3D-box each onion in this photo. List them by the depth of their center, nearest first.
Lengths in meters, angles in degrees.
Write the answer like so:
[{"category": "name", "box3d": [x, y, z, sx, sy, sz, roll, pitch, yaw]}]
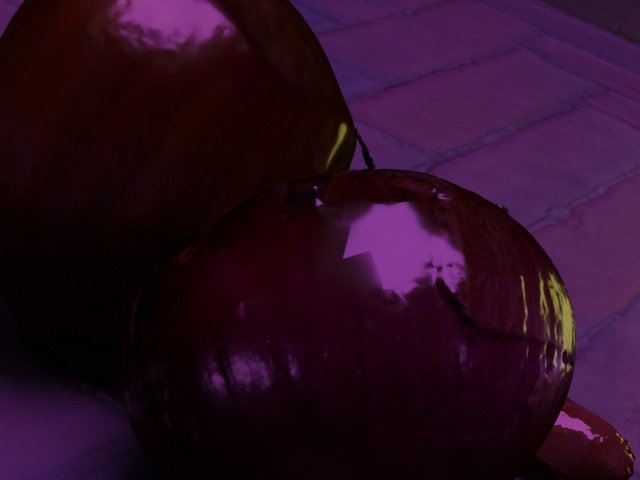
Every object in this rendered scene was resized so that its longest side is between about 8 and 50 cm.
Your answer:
[{"category": "onion", "box3d": [0.026, 0.140, 1.242, 0.347, 0.348, 0.385, 5, 65, -27]}]

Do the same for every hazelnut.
[{"category": "hazelnut", "box3d": [-0.147, -0.083, 1.444, 0.366, 0.366, 0.366, 15, 24, -7]}]

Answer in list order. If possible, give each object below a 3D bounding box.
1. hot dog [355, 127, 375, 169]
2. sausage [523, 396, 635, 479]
[{"category": "hot dog", "box3d": [0.001, 0.006, 1.581, 0.107, 0.194, 0.326, -15, -2, -10]}, {"category": "sausage", "box3d": [0.128, 0.150, 1.505, 0.326, 0.079, 0.087, 19, 23, -3]}]
